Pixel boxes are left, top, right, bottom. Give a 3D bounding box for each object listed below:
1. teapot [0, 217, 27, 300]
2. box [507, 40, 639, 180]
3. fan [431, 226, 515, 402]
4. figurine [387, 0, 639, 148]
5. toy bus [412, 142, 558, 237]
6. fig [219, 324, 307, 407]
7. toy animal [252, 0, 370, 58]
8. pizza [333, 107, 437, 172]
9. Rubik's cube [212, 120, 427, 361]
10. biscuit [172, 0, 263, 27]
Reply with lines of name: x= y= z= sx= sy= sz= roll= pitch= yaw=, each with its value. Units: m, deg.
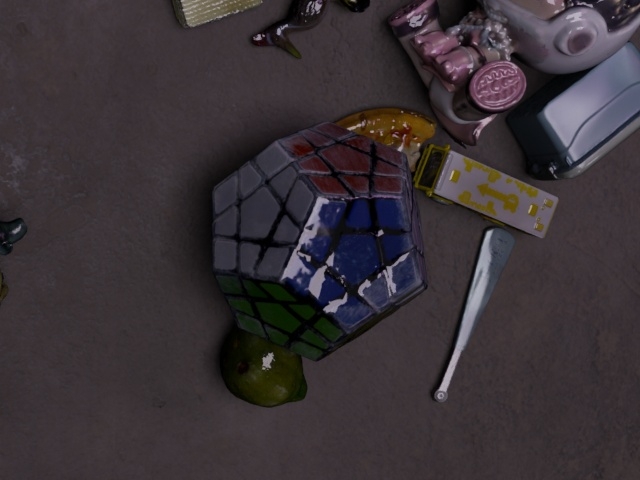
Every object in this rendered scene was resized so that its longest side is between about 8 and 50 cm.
teapot: x=-0.483 y=0.061 z=1.706 sx=0.269 sy=0.173 sz=0.182 roll=-46 pitch=136 yaw=3
box: x=0.396 y=-0.188 z=1.982 sx=0.227 sy=0.162 sz=0.130 roll=-37 pitch=100 yaw=-11
fan: x=0.223 y=0.112 z=2.042 sx=0.057 sy=0.023 sz=0.282 roll=23 pitch=90 yaw=-24
figurine: x=0.289 y=-0.317 z=1.895 sx=0.361 sy=0.211 sz=0.253 roll=-39 pitch=66 yaw=-3
toy bus: x=0.242 y=-0.069 z=1.982 sx=0.226 sy=0.074 sz=0.081 roll=23 pitch=91 yaw=-30
fig: x=-0.065 y=0.182 z=1.896 sx=0.156 sy=0.123 sz=0.123 roll=32 pitch=87 yaw=-32
toy animal: x=-0.009 y=-0.328 z=1.865 sx=0.202 sy=0.070 sz=0.105 roll=-37 pitch=101 yaw=-4
pizza: x=0.075 y=-0.105 z=1.939 sx=0.184 sy=0.036 sz=0.176 roll=1 pitch=99 yaw=-20
Rubik's cube: x=0.000 y=0.000 z=1.806 sx=0.319 sy=0.264 sz=0.319 roll=-4 pitch=101 yaw=-20
biscuit: x=-0.154 y=-0.391 z=1.784 sx=0.121 sy=0.040 sz=0.199 roll=-22 pitch=119 yaw=-20
